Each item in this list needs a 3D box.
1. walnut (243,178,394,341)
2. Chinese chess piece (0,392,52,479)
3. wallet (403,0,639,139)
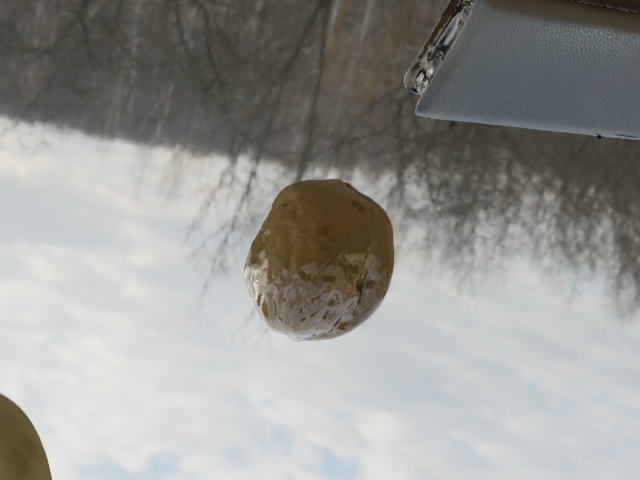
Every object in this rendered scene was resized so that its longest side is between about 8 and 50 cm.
[{"bbox_3d":[0.001,0.021,1.122,0.149,0.166,0.166,19,-170,24],"label":"walnut"},{"bbox_3d":[-0.376,0.273,1.139,0.273,0.273,0.102,21,-172,42],"label":"Chinese chess piece"},{"bbox_3d":[0.158,-0.114,0.721,0.198,0.110,0.031,3,-131,-26],"label":"wallet"}]
